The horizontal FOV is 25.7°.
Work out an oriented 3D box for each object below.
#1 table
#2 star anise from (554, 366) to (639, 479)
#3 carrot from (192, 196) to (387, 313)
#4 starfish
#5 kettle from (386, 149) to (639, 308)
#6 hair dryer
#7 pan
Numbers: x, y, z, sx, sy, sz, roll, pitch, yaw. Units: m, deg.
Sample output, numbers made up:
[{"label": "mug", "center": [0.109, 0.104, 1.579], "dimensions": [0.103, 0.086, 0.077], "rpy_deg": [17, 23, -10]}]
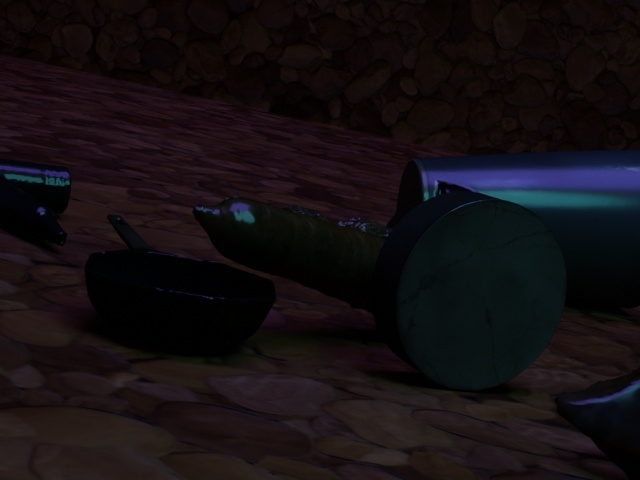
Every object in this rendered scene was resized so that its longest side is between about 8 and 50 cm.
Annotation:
[{"label": "table", "center": [0.102, 0.034, 0.968], "dimensions": [0.133, 0.133, 0.043], "rpy_deg": [7, 8, -25]}, {"label": "star anise", "center": [0.279, 0.107, 0.813], "dimensions": [0.349, 0.109, 0.292], "rpy_deg": [12, 9, -34]}, {"label": "carrot", "center": [0.033, 0.025, 1.047], "dimensions": [0.342, 0.070, 0.070], "rpy_deg": [16, 3, -45]}, {"label": "starfish", "center": [0.000, -0.010, 1.349], "dimensions": [0.209, 0.053, 0.150], "rpy_deg": [18, 26, 37]}, {"label": "kettle", "center": [0.196, -0.015, 1.418], "dimensions": [0.243, 0.160, 0.210], "rpy_deg": [3, -8, -9]}, {"label": "hair dryer", "center": [-0.285, -0.033, 1.207], "dimensions": [0.173, 0.050, 0.195], "rpy_deg": [4, 15, -25]}, {"label": "pan", "center": [-0.100, 0.034, 0.983], "dimensions": [0.128, 0.048, 0.202], "rpy_deg": [12, 10, -5]}]
